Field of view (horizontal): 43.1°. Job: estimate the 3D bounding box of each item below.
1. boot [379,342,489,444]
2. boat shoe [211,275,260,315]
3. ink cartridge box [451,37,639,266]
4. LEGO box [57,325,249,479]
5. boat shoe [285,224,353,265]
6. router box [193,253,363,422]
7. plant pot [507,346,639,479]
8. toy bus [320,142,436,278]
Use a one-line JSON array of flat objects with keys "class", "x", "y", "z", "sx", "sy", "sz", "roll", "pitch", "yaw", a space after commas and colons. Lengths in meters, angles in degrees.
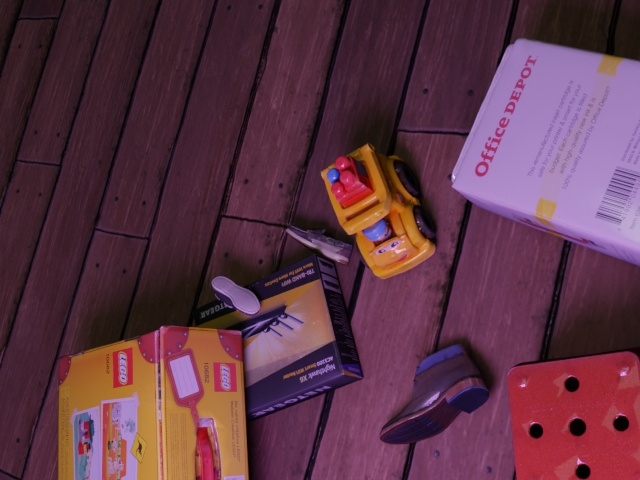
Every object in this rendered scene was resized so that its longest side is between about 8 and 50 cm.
[{"class": "boot", "x": 0.188, "y": 0.268, "z": 1.400, "sx": 0.219, "sy": 0.082, "sz": 0.106, "roll": -34, "pitch": 39, "yaw": 24}, {"class": "boat shoe", "x": -0.164, "y": 0.114, "z": 1.573, "sx": 0.125, "sy": 0.038, "sz": 0.046, "roll": 28, "pitch": 50, "yaw": 30}, {"class": "ink cartridge box", "x": 0.446, "y": -0.136, "z": 1.288, "sx": 0.384, "sy": 0.160, "sz": 0.279, "roll": 24, "pitch": 89, "yaw": 35}, {"class": "LEGO box", "x": -0.320, "y": 0.438, "z": 1.518, "sx": 0.372, "sy": 0.193, "sz": 0.501, "roll": -18, "pitch": 70, "yaw": 42}, {"class": "boat shoe", "x": 0.000, "y": 0.000, "z": 1.597, "sx": 0.152, "sy": 0.056, "sz": 0.049, "roll": 28, "pitch": 87, "yaw": 25}, {"class": "router box", "x": -0.090, "y": 0.199, "z": 1.575, "sx": 0.308, "sy": 0.081, "sz": 0.243, "roll": -26, "pitch": 64, "yaw": 24}, {"class": "plant pot", "x": 0.397, "y": 0.272, "z": 1.138, "sx": 0.267, "sy": 0.235, "sz": 0.268, "roll": -14, "pitch": 65, "yaw": 31}, {"class": "toy bus", "x": 0.090, "y": -0.063, "z": 1.462, "sx": 0.149, "sy": 0.211, "sz": 0.220, "roll": -28, "pitch": 64, "yaw": 21}]
